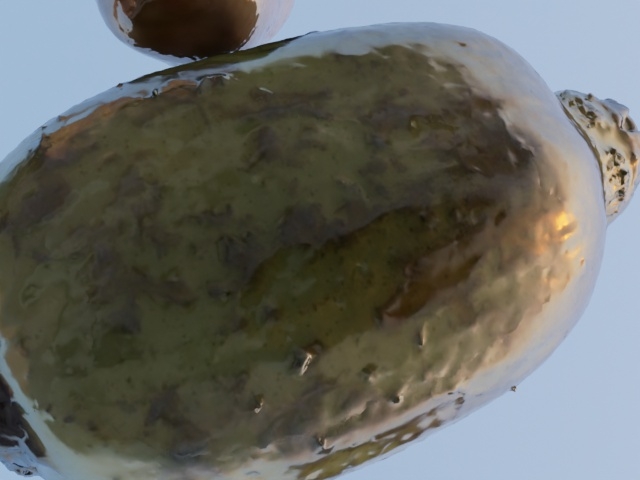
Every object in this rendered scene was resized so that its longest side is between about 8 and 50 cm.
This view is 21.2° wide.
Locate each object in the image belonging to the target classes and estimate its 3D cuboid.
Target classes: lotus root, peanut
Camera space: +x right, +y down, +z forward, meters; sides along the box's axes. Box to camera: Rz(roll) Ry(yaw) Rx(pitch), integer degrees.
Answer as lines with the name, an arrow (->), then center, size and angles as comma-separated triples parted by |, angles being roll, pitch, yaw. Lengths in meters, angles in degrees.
lotus root -> 0.000, 0.000, 0.680 | 0.309, 0.173, 0.173 | -22, -88, -17
peanut -> -0.052, -0.109, 0.730 | 0.076, 0.152, 0.076 | 1, -82, 9
